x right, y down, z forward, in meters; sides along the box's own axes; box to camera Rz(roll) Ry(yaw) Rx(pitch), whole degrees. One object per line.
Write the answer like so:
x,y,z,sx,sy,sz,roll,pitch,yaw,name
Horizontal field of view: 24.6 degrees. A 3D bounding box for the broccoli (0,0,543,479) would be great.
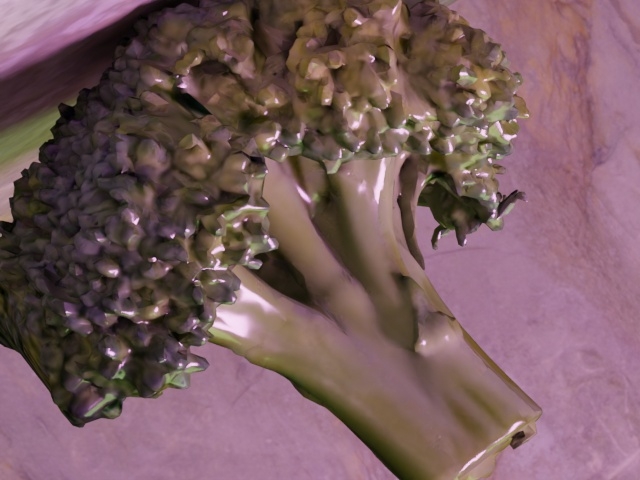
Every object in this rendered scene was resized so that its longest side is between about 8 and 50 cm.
-0.003,-0.023,0.782,0.375,0.302,0.249,-26,139,-57,broccoli
